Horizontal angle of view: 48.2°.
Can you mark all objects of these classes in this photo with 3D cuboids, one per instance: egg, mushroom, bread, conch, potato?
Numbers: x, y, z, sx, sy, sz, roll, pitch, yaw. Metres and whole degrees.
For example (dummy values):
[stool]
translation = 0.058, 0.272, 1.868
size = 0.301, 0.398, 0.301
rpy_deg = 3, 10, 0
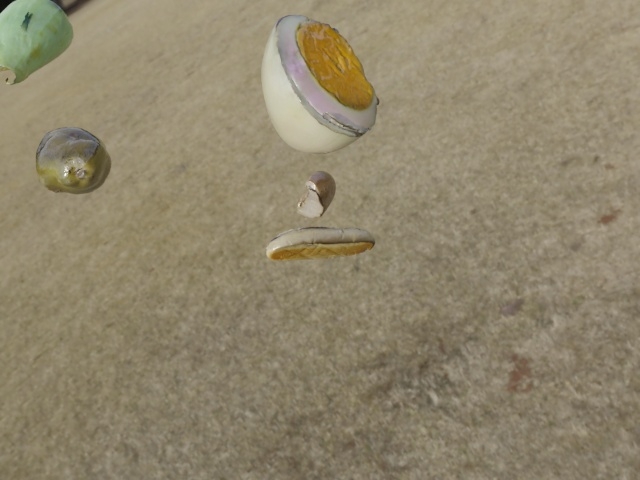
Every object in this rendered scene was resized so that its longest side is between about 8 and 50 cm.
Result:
[egg]
translation = -0.029, -0.302, 1.439
size = 0.174, 0.286, 0.264
rpy_deg = -29, -9, 38
[mushroom]
translation = -0.005, -0.109, 1.664
size = 0.094, 0.072, 0.210
rpy_deg = -62, 1, -19
[bread]
translation = 0.001, 0.000, 1.341
size = 0.214, 0.053, 0.073
rpy_deg = -3, -28, -21
[conch]
translation = -0.637, -0.426, 1.523
size = 0.137, 0.143, 0.250
rpy_deg = -24, 25, 49
[potato]
translation = -0.748, -0.238, 2.169
size = 0.218, 0.202, 0.351
rpy_deg = -10, 18, -23
